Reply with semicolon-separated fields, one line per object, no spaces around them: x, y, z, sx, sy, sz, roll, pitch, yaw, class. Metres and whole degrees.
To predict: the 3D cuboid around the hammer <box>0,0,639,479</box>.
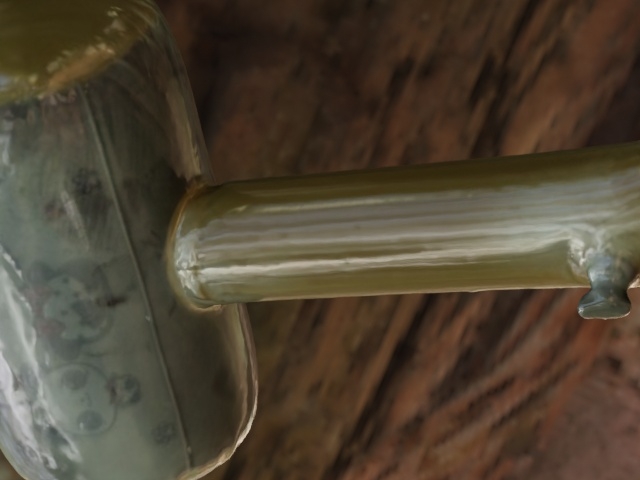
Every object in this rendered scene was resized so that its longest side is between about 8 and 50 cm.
0.000;0.000;0.640;0.113;0.306;0.202;-57;-40;-50;hammer
